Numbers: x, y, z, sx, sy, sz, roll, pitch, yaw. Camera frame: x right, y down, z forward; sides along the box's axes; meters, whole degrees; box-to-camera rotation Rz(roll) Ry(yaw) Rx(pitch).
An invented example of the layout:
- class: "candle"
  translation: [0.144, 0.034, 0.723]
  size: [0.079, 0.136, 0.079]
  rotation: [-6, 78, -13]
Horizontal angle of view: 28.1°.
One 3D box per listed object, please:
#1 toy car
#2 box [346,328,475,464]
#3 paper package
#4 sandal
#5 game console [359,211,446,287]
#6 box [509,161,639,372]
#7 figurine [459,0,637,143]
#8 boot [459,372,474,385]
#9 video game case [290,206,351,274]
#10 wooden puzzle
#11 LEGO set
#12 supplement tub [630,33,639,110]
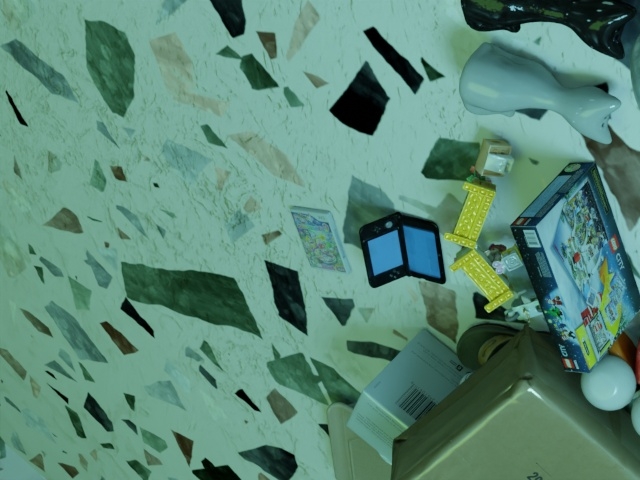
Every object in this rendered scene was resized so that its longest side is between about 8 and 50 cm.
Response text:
- class: "toy car"
  translation: [0.456, 0.186, 1.753]
  size: [0.182, 0.159, 0.136]
  rotation: [34, 106, 20]
- class: "box"
  translation: [0.173, 0.277, 2.086]
  size: [0.181, 0.182, 0.119]
  rotation: [38, 142, 14]
- class: "paper package"
  translation: [0.309, 0.344, 1.864]
  size: [0.325, 0.168, 0.309]
  rotation: [40, 116, -11]
- class: "sandal"
  translation: [0.290, 0.182, 1.973]
  size: [0.219, 0.060, 0.090]
  rotation: [4, 126, 46]
- class: "game console"
  translation: [0.128, 0.024, 1.994]
  size: [0.071, 0.107, 0.122]
  rotation: [-129, 22, -52]
- class: "box"
  translation: [0.343, 0.036, 1.692]
  size: [0.044, 0.159, 0.233]
  rotation: [1, 123, 44]
- class: "figurine"
  translation: [0.281, -0.228, 1.579]
  size: [0.209, 0.092, 0.215]
  rotation: [22, 139, 26]
- class: "boot"
  translation: [0.316, 0.248, 1.993]
  size: [0.190, 0.069, 0.086]
  rotation: [28, 139, -6]
- class: "video game case"
  translation: [0.000, 0.000, 2.156]
  size: [0.087, 0.011, 0.122]
  rotation: [9, 129, 42]
- class: "wooden puzzle"
  translation: [0.128, 0.415, 2.393]
  size: [0.239, 0.044, 0.221]
  rotation: [19, 135, 29]
- class: "LEGO set"
  translation: [0.243, -0.019, 1.834]
  size: [0.132, 0.107, 0.287]
  rotation: [-14, 112, 14]
- class: "supplement tub"
  translation: [0.484, -0.199, 1.263]
  size: [0.316, 0.193, 0.193]
  rotation: [-30, 99, 42]
